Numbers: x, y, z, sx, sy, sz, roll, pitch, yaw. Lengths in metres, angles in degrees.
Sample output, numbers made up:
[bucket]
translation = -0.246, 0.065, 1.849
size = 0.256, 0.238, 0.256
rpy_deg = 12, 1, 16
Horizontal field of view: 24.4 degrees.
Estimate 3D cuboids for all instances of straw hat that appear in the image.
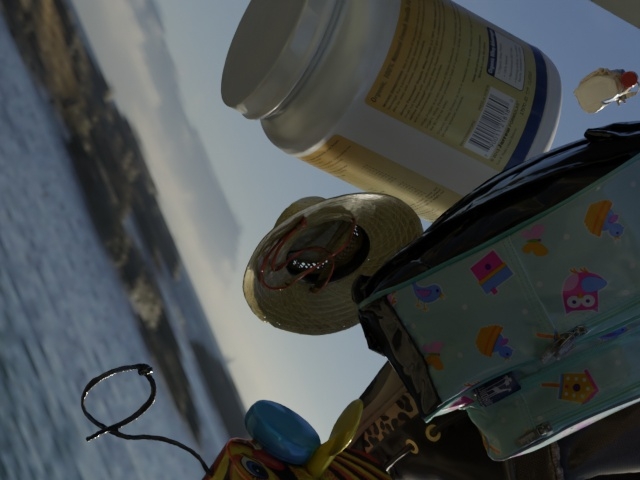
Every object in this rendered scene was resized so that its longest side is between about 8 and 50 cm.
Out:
[straw hat]
translation = 0.000, 0.000, 1.096
size = 0.061, 0.145, 0.144
rpy_deg = 57, -10, 44

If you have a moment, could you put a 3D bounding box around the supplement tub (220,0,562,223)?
[supplement tub]
translation = 0.075, -0.166, 1.600
size = 0.316, 0.228, 0.228
rpy_deg = 25, 13, -22

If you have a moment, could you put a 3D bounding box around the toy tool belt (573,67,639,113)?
[toy tool belt]
translation = 0.350, -0.186, 1.781
size = 0.051, 0.083, 0.052
rpy_deg = -25, 92, -56

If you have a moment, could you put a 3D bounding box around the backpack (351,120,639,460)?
[backpack]
translation = 0.136, 0.020, 0.794
size = 0.144, 0.188, 0.166
rpy_deg = 54, 25, 5

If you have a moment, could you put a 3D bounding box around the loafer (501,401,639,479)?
[loafer]
translation = 0.291, 0.102, 1.120
size = 0.130, 0.366, 0.133
rpy_deg = 3, -66, 58

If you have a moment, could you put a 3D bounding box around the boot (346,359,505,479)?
[boot]
translation = 0.161, 0.239, 1.447
size = 0.284, 0.138, 0.377
rpy_deg = 44, -47, 15

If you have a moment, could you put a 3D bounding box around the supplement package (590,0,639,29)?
[supplement package]
translation = 0.179, -0.294, 0.900
size = 0.263, 0.198, 0.199
rpy_deg = 33, -25, 13

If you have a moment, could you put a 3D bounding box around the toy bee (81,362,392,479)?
[toy bee]
translation = -0.048, 0.223, 1.254
size = 0.162, 0.298, 0.195
rpy_deg = 54, -44, 51
